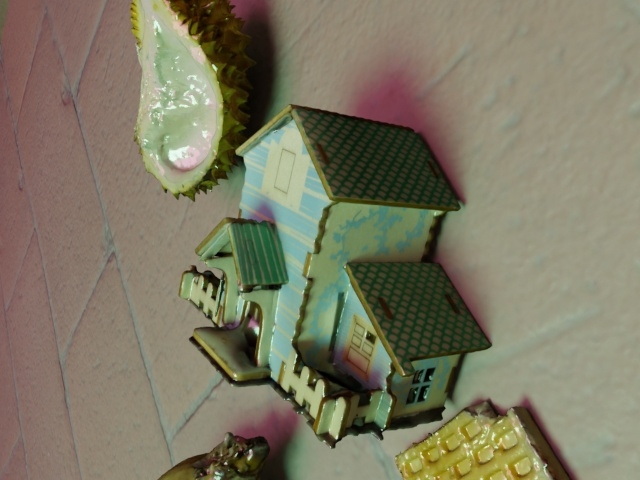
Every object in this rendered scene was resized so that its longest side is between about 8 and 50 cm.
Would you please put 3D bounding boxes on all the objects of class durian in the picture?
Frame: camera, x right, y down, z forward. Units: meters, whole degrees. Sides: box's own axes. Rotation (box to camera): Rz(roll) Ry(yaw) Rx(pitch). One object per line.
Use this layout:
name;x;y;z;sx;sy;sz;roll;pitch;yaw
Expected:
durian;-0.140;-0.171;0.704;0.183;0.138;0.249;24;119;18

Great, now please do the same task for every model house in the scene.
model house;0.000;0.000;0.487;0.271;0.178;0.206;33;112;51

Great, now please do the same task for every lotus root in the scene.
lotus root;-0.141;0.333;0.648;0.152;0.169;0.342;24;114;6

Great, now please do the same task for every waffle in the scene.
waffle;0.114;0.174;0.449;0.135;0.021;0.092;-52;50;36
